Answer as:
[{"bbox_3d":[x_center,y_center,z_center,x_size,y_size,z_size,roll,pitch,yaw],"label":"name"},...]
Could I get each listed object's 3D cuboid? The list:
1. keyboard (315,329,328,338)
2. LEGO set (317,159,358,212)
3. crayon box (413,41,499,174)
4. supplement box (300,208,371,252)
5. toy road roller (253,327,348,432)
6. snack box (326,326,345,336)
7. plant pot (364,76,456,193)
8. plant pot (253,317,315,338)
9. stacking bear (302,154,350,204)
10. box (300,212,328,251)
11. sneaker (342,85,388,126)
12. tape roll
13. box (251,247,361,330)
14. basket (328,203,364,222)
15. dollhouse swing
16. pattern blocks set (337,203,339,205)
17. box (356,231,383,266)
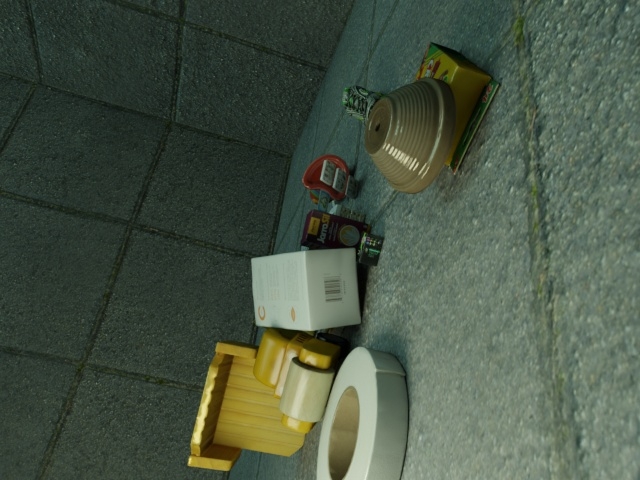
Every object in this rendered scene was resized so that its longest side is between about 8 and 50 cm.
[{"bbox_3d":[0.024,0.236,1.701,0.072,0.014,0.256,-92,20,-53],"label":"keyboard"},{"bbox_3d":[0.041,-0.128,1.902,0.060,0.182,0.244,-5,68,42],"label":"LEGO set"},{"bbox_3d":[0.266,-0.299,1.210,0.318,0.081,0.202,-96,24,-61],"label":"crayon box"},{"bbox_3d":[0.045,-0.016,1.670,0.081,0.188,0.104,144,140,-73],"label":"supplement box"},{"bbox_3d":[-0.075,0.352,1.502,0.329,0.241,0.202,-4,-70,-80],"label":"toy road roller"},{"bbox_3d":[0.048,0.235,1.722,0.141,0.037,0.100,-86,16,-45],"label":"snack box"},{"bbox_3d":[0.163,-0.219,1.125,0.237,0.110,0.237,-172,90,-69],"label":"plant pot"},{"bbox_3d":[-0.108,0.256,2.112,0.187,0.212,0.212,-65,5,-25],"label":"plant pot"},{"bbox_3d":[0.020,-0.221,2.203,0.289,0.175,0.164,117,175,-78],"label":"stacking bear"},{"bbox_3d":[-0.006,0.066,2.010,0.216,0.060,0.270,-46,36,49],"label":"box"},{"bbox_3d":[0.144,-0.449,1.876,0.343,0.146,0.134,-109,36,-71],"label":"sneaker"},{"bbox_3d":[0.081,0.426,1.201,0.392,0.072,0.391,-166,90,-80],"label":"tape roll"},{"bbox_3d":[-0.052,0.142,1.617,0.345,0.168,0.214,-9,84,58],"label":"box"},{"bbox_3d":[0.069,-0.016,1.779,0.113,0.103,0.167,140,145,-72],"label":"basket"},{"bbox_3d":[-0.182,0.506,1.668,0.315,0.305,0.346,85,-162,-81],"label":"dollhouse swing"},{"bbox_3d":[0.000,0.000,2.168,0.285,0.026,0.324,-104,37,-58],"label":"pattern blocks set"},{"bbox_3d":[0.134,0.023,1.528,0.062,0.052,0.083,-159,83,-79],"label":"box"}]
